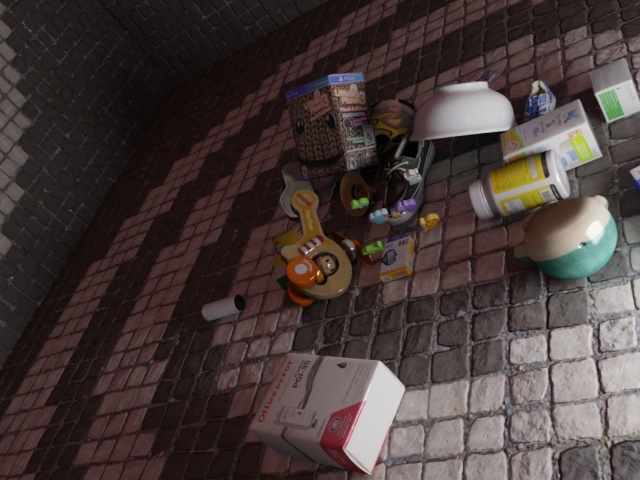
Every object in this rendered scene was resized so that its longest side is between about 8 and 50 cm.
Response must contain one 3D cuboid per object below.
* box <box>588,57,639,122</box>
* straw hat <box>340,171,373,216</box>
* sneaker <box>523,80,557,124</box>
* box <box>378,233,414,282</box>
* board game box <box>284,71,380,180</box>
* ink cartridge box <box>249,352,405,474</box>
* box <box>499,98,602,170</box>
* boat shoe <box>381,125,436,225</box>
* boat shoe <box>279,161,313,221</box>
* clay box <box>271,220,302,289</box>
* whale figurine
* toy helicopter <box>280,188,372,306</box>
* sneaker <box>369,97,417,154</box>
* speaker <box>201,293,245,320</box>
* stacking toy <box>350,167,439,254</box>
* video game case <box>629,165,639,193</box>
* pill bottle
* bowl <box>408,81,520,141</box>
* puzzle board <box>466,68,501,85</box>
[{"bbox_3d":[0.715,-0.363,1.577,0.087,0.101,0.102,-20,39,28],"label":"box"},{"bbox_3d":[0.124,-0.140,1.946,0.061,0.144,0.144,-12,18,-31],"label":"straw hat"},{"bbox_3d":[0.565,-0.334,1.714,0.080,0.081,0.211,-10,45,36],"label":"sneaker"},{"bbox_3d":[0.199,0.043,1.687,0.081,0.028,0.136,-18,36,31],"label":"box"},{"bbox_3d":[0.036,-0.353,2.043,0.141,0.290,0.232,-16,5,-38],"label":"board game box"},{"bbox_3d":[0.010,0.365,1.407,0.283,0.117,0.207,-5,47,42],"label":"ink cartridge box"},{"bbox_3d":[0.552,-0.231,1.571,0.203,0.114,0.103,-22,37,27],"label":"box"},{"bbox_3d":[0.232,-0.191,1.846,0.121,0.119,0.335,-12,42,37],"label":"boat shoe"},{"bbox_3d":[-0.075,-0.145,2.141,0.114,0.091,0.302,-4,38,4],"label":"boat shoe"},{"bbox_3d":[-0.079,0.037,1.953,0.127,0.053,0.222,-30,33,13],"label":"clay box"},{"bbox_3d":[0.512,-0.007,1.362,0.216,0.141,0.272,-35,8,8],"label":"whale figurine"},{"bbox_3d":[0.000,0.000,1.797,0.235,0.140,0.355,-10,58,-6],"label":"toy helicopter"},{"bbox_3d":[0.137,-0.342,2.115,0.385,0.145,0.147,-12,60,49],"label":"sneaker"},{"bbox_3d":[-0.294,0.204,1.971,0.136,0.055,0.055,-19,38,30],"label":"speaker"},{"bbox_3d":[0.189,-0.076,1.713,0.221,0.052,0.167,-24,57,17],"label":"stacking toy"},{"bbox_3d":[0.770,-0.101,1.245,0.244,0.061,0.269,-29,34,19],"label":"video game case"},{"bbox_3d":[0.464,-0.125,1.531,0.209,0.119,0.119,-19,38,29],"label":"pill bottle"},{"bbox_3d":[0.376,-0.345,1.729,0.298,0.134,0.298,-7,8,1],"label":"bowl"},{"bbox_3d":[0.492,-0.492,2.045,0.128,0.011,0.096,-42,33,-4],"label":"puzzle board"}]
